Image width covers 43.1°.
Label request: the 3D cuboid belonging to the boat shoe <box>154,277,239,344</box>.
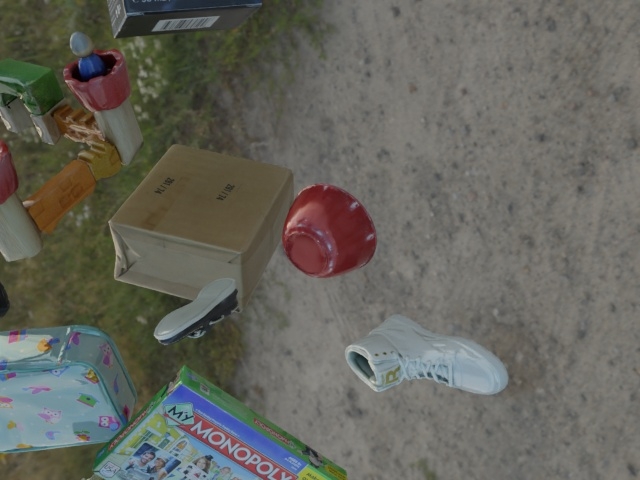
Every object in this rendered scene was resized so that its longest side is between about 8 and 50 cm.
[{"bbox_3d":[-0.130,0.084,0.878,0.046,0.125,0.038,-1,114,29],"label":"boat shoe"}]

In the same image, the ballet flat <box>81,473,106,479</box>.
[{"bbox_3d":[-0.352,0.420,1.377,0.123,0.348,0.123,44,179,1],"label":"ballet flat"}]

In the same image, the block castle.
[{"bbox_3d":[-0.505,-0.178,1.130,0.453,0.303,0.213,18,141,28],"label":"block castle"}]

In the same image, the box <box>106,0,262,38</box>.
[{"bbox_3d":[-0.320,-0.660,1.734,0.212,0.293,0.395,179,80,-69],"label":"box"}]

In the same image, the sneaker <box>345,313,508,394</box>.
[{"bbox_3d":[0.180,0.238,1.479,0.292,0.169,0.108,17,123,44],"label":"sneaker"}]

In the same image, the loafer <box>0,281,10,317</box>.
[{"bbox_3d":[-0.763,0.076,1.795,0.076,0.078,0.223,-39,71,28],"label":"loafer"}]

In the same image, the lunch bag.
[{"bbox_3d":[-0.459,0.252,1.348,0.108,0.279,0.224,-86,-14,-49],"label":"lunch bag"}]

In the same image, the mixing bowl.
[{"bbox_3d":[0.000,0.000,1.453,0.181,0.098,0.181,18,129,24],"label":"mixing bowl"}]

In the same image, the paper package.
[{"bbox_3d":[-0.248,-0.038,1.747,0.309,0.325,0.168,13,131,9],"label":"paper package"}]

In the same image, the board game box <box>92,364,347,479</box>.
[{"bbox_3d":[-0.146,0.345,1.214,0.317,0.046,0.213,38,110,-20],"label":"board game box"}]
